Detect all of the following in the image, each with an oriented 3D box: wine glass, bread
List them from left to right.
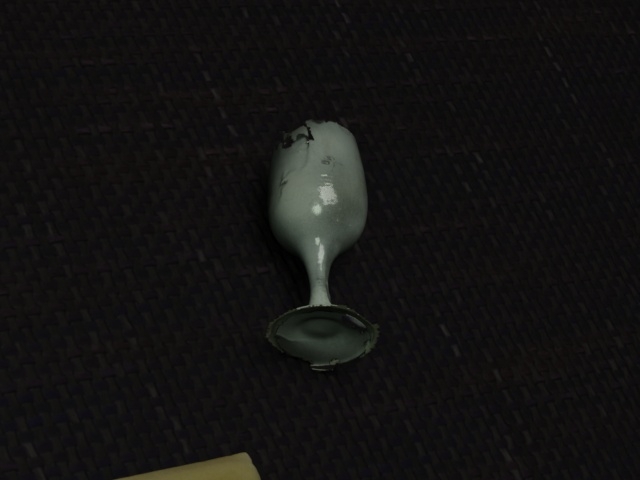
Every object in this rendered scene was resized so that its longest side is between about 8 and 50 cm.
[{"bbox_3d":[-0.139,0.312,1.892,0.178,0.060,0.139,-5,58,-34],"label":"bread"},{"bbox_3d":[0.000,0.000,2.167,0.143,0.143,0.321,16,49,-20],"label":"wine glass"}]
